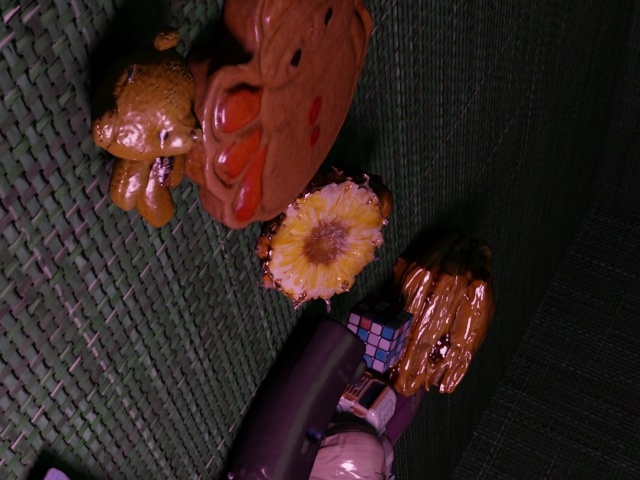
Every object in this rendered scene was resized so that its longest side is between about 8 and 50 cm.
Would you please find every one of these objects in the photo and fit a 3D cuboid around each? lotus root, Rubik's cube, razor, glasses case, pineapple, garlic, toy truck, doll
[{"bbox_3d":[0.037,-0.013,1.484,0.108,0.094,0.191,11,106,-51],"label":"lotus root"},{"bbox_3d":[0.101,0.168,1.827,0.092,0.092,0.092,-30,139,-59],"label":"Rubik's cube"},{"bbox_3d":[-0.040,0.277,1.566,0.327,0.107,0.189,-64,159,-13],"label":"razor"},{"bbox_3d":[0.146,0.382,2.189,0.316,0.075,0.123,-41,148,-51],"label":"glasses case"},{"bbox_3d":[0.000,0.000,1.369,0.221,0.047,0.221,-19,127,-27],"label":"pineapple"},{"bbox_3d":[0.039,0.447,1.790,0.143,0.177,0.230,-115,-150,-59],"label":"garlic"},{"bbox_3d":[0.080,0.368,1.916,0.108,0.140,0.257,-45,150,-45],"label":"toy truck"},{"bbox_3d":[-0.145,-0.092,0.939,0.209,0.097,0.137,83,29,-62],"label":"doll"}]

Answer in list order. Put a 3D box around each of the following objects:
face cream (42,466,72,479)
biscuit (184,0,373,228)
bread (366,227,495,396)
[{"bbox_3d":[-0.249,0.362,1.175,0.136,0.086,0.385,-62,154,-14],"label":"face cream"},{"bbox_3d":[-0.041,-0.191,1.145,0.359,0.074,0.381,-57,160,-32],"label":"biscuit"},{"bbox_3d":[0.251,0.154,2.056,0.370,0.191,0.314,-17,126,-66],"label":"bread"}]
